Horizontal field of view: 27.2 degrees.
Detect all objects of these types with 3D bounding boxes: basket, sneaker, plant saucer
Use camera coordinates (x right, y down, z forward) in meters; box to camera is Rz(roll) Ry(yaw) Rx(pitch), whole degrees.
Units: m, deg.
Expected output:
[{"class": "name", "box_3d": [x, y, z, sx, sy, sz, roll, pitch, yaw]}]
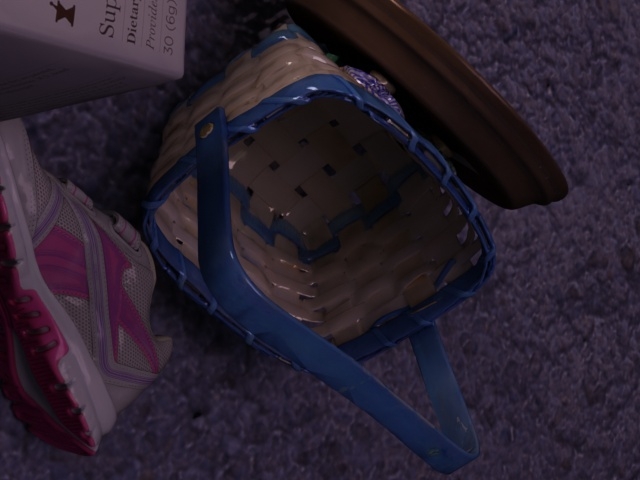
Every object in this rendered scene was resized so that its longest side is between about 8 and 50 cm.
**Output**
[{"class": "basket", "box_3d": [0.000, 0.000, 0.909, 0.255, 0.201, 0.289, 42, 26, -37]}, {"class": "sneaker", "box_3d": [-0.176, 0.011, 0.873, 0.111, 0.103, 0.252, -38, 122, -39]}, {"class": "plant saucer", "box_3d": [0.072, -0.114, 1.002, 0.041, 0.278, 0.278, -48, 124, -1]}]

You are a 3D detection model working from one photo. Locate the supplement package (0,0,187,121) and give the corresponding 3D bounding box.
[{"class": "supplement package", "box_3d": [-0.227, -0.177, 0.642, 0.293, 0.175, 0.178, 9, 80, -46]}]
